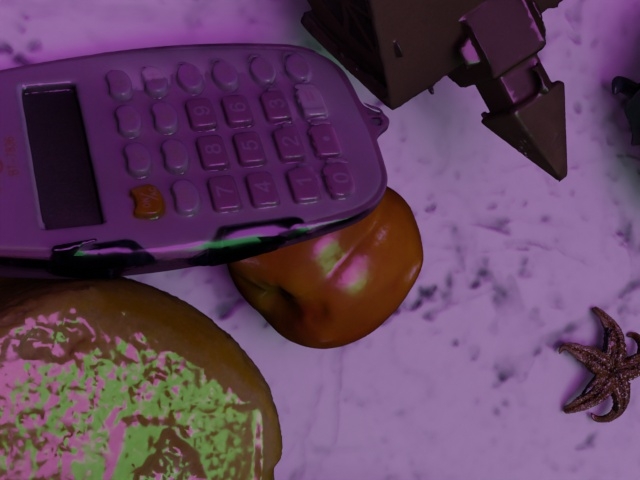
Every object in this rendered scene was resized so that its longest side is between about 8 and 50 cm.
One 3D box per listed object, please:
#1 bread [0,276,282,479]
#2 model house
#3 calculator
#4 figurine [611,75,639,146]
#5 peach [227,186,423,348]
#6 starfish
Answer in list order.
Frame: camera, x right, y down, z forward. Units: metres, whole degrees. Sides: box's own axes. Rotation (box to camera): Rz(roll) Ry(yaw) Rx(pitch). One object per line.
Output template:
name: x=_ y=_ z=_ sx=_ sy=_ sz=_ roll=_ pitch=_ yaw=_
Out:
bread: x=-0.155 y=0.147 z=0.983 sx=0.270 sy=0.148 sz=0.269 roll=-2 pitch=96 yaw=-23
model house: x=0.096 y=-0.146 z=1.070 sx=0.181 sy=0.176 sz=0.248 roll=-32 pitch=98 yaw=-20
calculator: x=-0.099 y=-0.053 z=0.990 sx=0.294 sy=0.194 sz=0.043 roll=-8 pitch=135 yaw=-12
figurine: x=0.405 y=-0.066 z=1.213 sx=0.382 sy=0.186 sz=0.261 roll=25 pitch=75 yaw=-18
peach: x=0.000 y=0.000 z=1.060 sx=0.138 sy=0.138 sz=0.138 roll=0 pitch=91 yaw=-24
starfish: x=0.222 y=0.096 z=1.214 sx=0.078 sy=0.028 sz=0.091 roll=-2 pitch=87 yaw=-22
